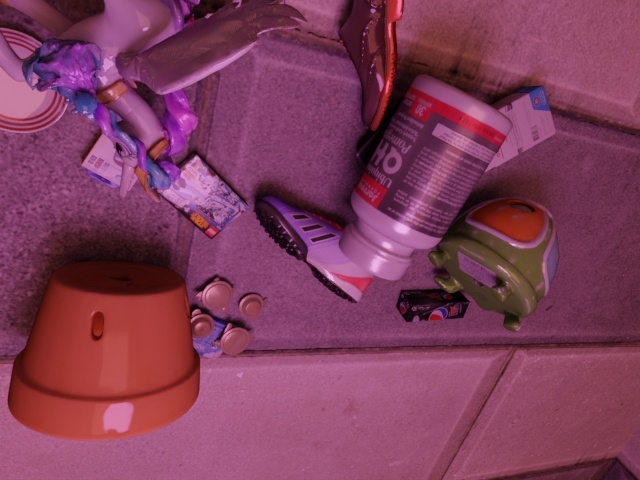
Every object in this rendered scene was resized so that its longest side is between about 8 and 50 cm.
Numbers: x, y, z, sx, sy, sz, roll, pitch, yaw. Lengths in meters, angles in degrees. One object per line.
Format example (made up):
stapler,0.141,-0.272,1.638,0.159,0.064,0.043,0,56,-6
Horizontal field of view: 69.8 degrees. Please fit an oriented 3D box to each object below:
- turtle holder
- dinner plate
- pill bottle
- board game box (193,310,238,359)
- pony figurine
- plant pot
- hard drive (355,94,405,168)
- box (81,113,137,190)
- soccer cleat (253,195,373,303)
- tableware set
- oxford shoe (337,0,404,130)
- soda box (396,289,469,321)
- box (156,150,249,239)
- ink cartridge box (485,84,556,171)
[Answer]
turtle holder,0.406,0.051,0.998,0.227,0.243,0.320,-49,117,-10
dinner plate,-0.428,-0.220,0.638,0.141,0.017,0.141,-9,122,-15
pill bottle,0.160,-0.096,0.778,0.176,0.176,0.318,17,111,-29
board game box,-0.234,0.202,0.966,0.090,0.020,0.090,31,105,-32
pony figurine,-0.223,-0.260,0.567,0.351,0.302,0.363,-33,113,12
plant pot,-0.337,0.154,0.760,0.291,0.291,0.203,6,100,-24
hard drive,0.192,-0.152,0.900,0.172,0.054,0.255,-46,125,9
box,-0.311,-0.142,0.725,0.081,0.028,0.136,32,103,-33
soccer cleat,0.000,0.000,0.900,0.318,0.109,0.116,44,77,-33
tableware set,-0.193,0.158,0.938,0.169,0.020,0.141,31,93,-33
oxford shoe,0.079,-0.315,0.753,0.099,0.096,0.271,7,123,7
soda box,0.273,0.157,1.114,0.169,0.060,0.053,0,120,-22
box,-0.206,-0.076,0.805,0.094,0.027,0.137,-40,125,3
ink cartridge box,0.362,-0.219,0.911,0.180,0.060,0.104,-29,112,-4
